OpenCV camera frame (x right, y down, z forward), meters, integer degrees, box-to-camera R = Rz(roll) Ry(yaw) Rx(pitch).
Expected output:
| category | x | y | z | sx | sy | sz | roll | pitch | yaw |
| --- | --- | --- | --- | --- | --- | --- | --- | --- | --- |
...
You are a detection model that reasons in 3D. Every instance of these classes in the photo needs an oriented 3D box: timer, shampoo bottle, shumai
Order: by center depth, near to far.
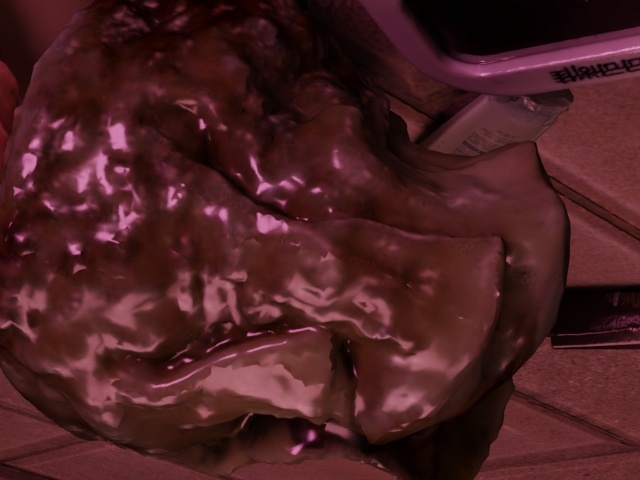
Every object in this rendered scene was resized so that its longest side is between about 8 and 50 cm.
| category | x | y | z | sx | sy | sz | roll | pitch | yaw |
| --- | --- | --- | --- | --- | --- | --- | --- | --- | --- |
| timer | 0.145 | -0.190 | 0.768 | 0.262 | 0.087 | 0.237 | -6 | 151 | 31 |
| shumai | 0.000 | 0.000 | 0.827 | 0.348 | 0.395 | 0.395 | 13 | 159 | 25 |
| shampoo bottle | 0.137 | -0.088 | 1.038 | 0.072 | 0.049 | 0.212 | 20 | 154 | -15 |
| shampoo bottle | 0.307 | 0.090 | 1.344 | 0.236 | 0.067 | 0.068 | -3 | 162 | 25 |

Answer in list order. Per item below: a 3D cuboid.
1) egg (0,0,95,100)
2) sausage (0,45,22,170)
| category | x | y | z | sx | sy | sz | roll | pitch | yaw |
| --- | --- | --- | --- | --- | --- | --- | --- | --- | --- |
| egg | -0.261 | -0.135 | 0.908 | 0.241 | 0.186 | 0.186 | 0 | 154 | 11 |
| sausage | -0.249 | -0.148 | 0.780 | 0.078 | 0.304 | 0.078 | -21 | -179 | 0 |
